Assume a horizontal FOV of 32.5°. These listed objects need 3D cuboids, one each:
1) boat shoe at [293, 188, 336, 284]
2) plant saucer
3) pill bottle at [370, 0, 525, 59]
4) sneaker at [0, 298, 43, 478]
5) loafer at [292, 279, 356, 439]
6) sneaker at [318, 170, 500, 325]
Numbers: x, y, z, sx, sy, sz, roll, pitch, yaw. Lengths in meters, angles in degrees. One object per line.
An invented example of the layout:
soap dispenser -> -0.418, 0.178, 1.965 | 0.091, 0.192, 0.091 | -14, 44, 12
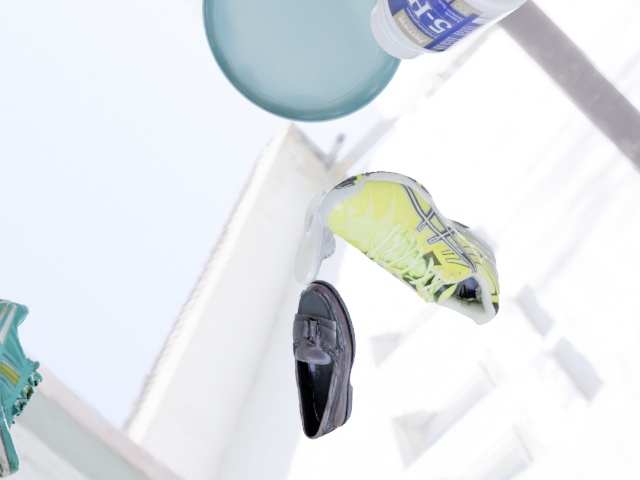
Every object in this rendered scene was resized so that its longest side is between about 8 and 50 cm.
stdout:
boat shoe -> 0.000, 0.000, 1.945 | 0.063, 0.066, 0.184 | 26, -126, -28
plant saucer -> -0.023, -0.329, 1.619 | 0.317, 0.317, 0.044 | 43, 167, -13
pill bottle -> 0.131, -0.261, 1.162 | 0.112, 0.112, 0.187 | 44, 154, -10
sneaker -> -0.467, 0.213, 1.636 | 0.110, 0.107, 0.275 | 0, -112, -28
loafer -> 0.000, 0.222, 1.975 | 0.109, 0.302, 0.095 | 10, -152, 31
sneaker -> 0.163, 0.013, 1.772 | 0.385, 0.145, 0.147 | 25, -149, -32
